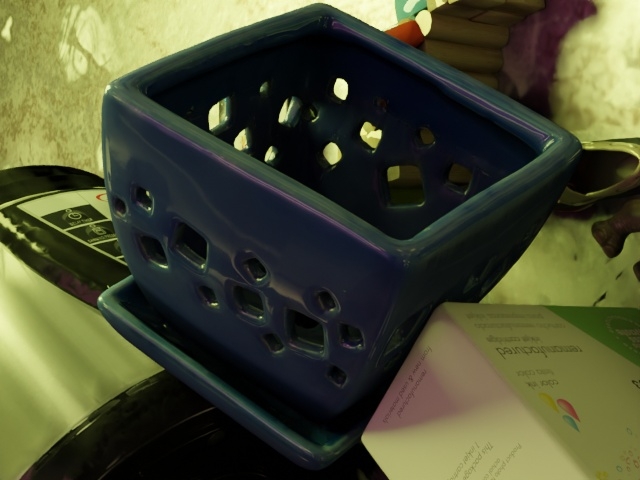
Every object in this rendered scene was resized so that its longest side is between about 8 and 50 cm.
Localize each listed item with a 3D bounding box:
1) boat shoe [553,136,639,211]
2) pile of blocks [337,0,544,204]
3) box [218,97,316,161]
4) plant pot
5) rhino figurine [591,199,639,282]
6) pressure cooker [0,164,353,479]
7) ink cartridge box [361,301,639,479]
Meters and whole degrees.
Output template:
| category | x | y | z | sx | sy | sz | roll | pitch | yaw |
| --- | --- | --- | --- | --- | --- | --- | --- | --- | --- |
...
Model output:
| category | x | y | z | sx | sy | sz | roll | pitch | yaw |
| --- | --- | --- | --- | --- | --- | --- | --- | --- | --- |
| boat shoe | 0.187 | -0.046 | 0.896 | 0.137 | 0.043 | 0.049 | -5 | 87 | 53 |
| pile of blocks | 0.053 | -0.101 | 1.010 | 0.149 | 0.113 | 0.362 | 38 | 118 | 45 |
| box | -0.051 | -0.087 | 1.202 | 0.114 | 0.036 | 0.207 | 1 | 90 | 52 |
| plant pot | 0.000 | 0.000 | 0.863 | 0.236 | 0.236 | 0.212 | 32 | 126 | 22 |
| rhino figurine | 0.268 | 0.057 | 0.762 | 0.106 | 0.073 | 0.243 | -40 | 59 | 22 |
| pressure cooker | -0.229 | 0.142 | 1.105 | 0.420 | 0.375 | 0.370 | 41 | 156 | 37 |
| ink cartridge box | 0.207 | 0.191 | 0.733 | 0.353 | 0.207 | 0.119 | 51 | 124 | 37 |
